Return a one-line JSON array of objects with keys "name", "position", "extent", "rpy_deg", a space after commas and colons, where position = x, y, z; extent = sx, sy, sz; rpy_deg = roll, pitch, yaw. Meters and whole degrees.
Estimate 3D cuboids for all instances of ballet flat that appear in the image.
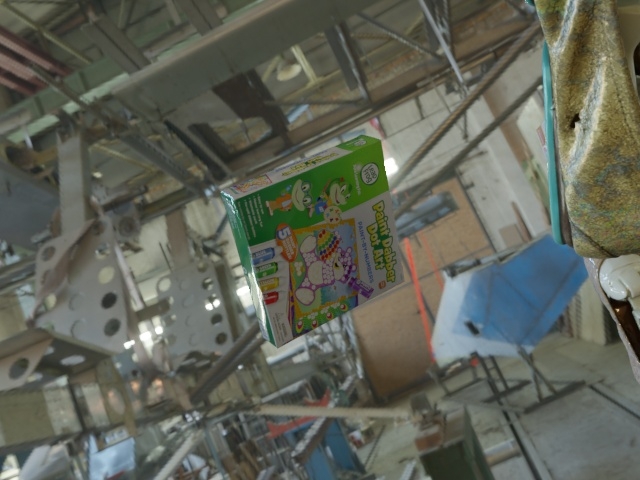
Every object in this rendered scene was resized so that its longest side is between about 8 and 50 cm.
[{"name": "ballet flat", "position": [0.536, 0.110, 1.067], "extent": [0.107, 0.316, 0.106], "rpy_deg": [-24, -10, 13]}, {"name": "ballet flat", "position": [0.176, -0.143, 0.375], "extent": [0.123, 0.348, 0.123], "rpy_deg": [-17, 26, 8]}]

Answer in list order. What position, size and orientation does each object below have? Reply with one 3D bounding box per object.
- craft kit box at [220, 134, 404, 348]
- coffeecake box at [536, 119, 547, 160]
[{"name": "craft kit box", "position": [0.000, 0.000, 0.957], "extent": [0.247, 0.250, 0.061], "rpy_deg": [-27, 29, -25]}, {"name": "coffeecake box", "position": [0.420, -0.184, 0.932], "extent": [0.142, 0.068, 0.185], "rpy_deg": [-14, -12, -3]}]
